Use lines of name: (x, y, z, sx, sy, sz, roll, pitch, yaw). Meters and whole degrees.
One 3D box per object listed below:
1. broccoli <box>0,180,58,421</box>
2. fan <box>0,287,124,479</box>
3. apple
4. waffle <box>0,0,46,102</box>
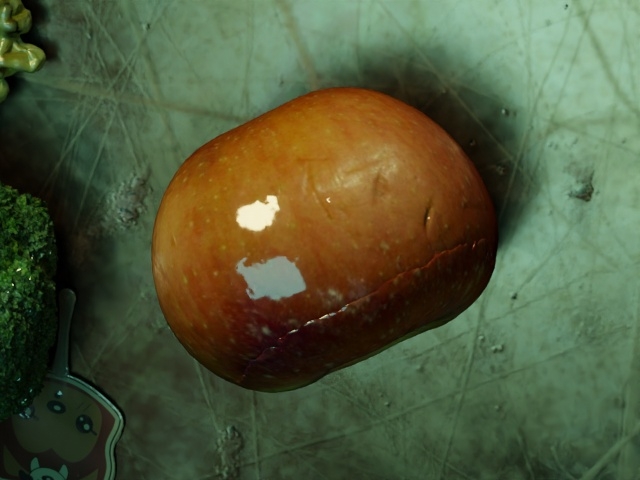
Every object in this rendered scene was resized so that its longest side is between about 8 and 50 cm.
broccoli: (-0.366, 0.045, 1.677, 0.275, 0.308, 0.308, 38, 121, 49)
fan: (-0.239, 0.143, 1.791, 0.132, 0.009, 0.220, 11, 110, 10)
apple: (0.000, 0.000, 1.550, 0.272, 0.251, 0.206, -26, 81, -1)
waffle: (-0.354, -0.195, 1.697, 0.204, 0.054, 0.223, -34, 97, 23)
